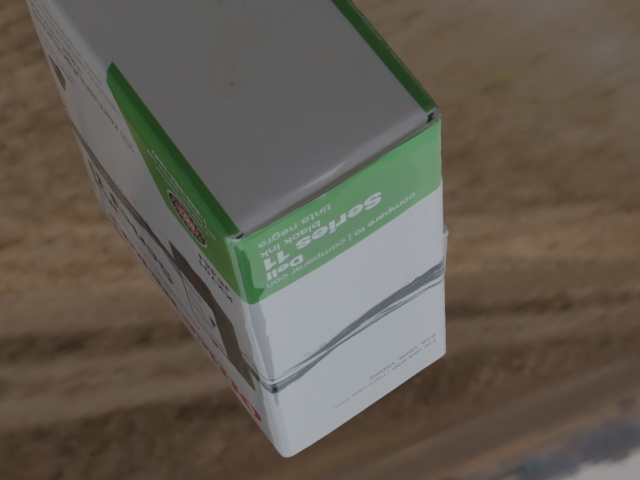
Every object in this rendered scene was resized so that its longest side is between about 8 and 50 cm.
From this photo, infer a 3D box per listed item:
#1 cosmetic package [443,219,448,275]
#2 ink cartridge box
[{"bbox_3d":[0.000,0.000,1.094,0.107,0.127,0.238,-29,167,-3],"label":"cosmetic package"},{"bbox_3d":[-0.028,-0.028,0.742,0.087,0.153,0.208,-33,156,-11],"label":"ink cartridge box"}]
